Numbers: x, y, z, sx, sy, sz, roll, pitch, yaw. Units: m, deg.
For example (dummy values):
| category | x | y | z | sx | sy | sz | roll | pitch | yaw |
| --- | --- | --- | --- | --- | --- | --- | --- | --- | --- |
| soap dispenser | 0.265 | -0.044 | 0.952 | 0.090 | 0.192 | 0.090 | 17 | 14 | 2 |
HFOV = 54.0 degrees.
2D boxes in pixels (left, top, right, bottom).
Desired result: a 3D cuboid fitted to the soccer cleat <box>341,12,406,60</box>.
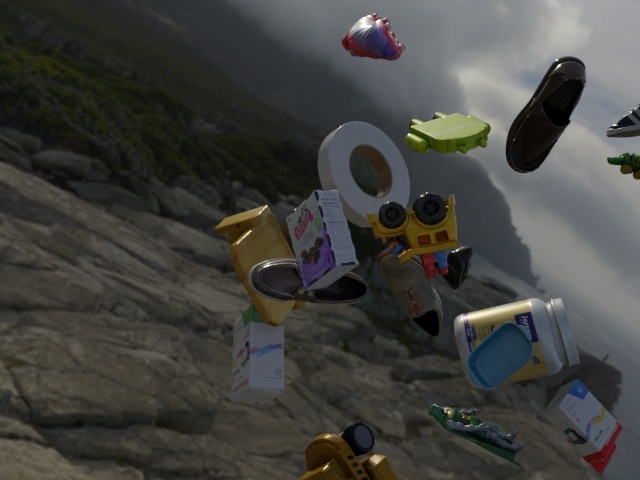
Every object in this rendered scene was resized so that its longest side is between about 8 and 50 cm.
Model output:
| category | x | y | z | sx | sy | sz | roll | pitch | yaw |
| --- | --- | --- | --- | --- | --- | --- | --- | --- | --- |
| soccer cleat | 0.098 | -0.384 | 1.223 | 0.083 | 0.095 | 0.248 | 52 | 12 | -25 |

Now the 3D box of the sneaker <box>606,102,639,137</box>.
| category | x | y | z | sx | sy | sz | roll | pitch | yaw |
| --- | --- | --- | --- | --- | --- | --- | --- | --- | --- |
| sneaker | 0.973 | -0.402 | 1.867 | 0.099 | 0.153 | 0.282 | -5 | -3 | -25 |

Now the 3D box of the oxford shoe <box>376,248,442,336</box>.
| category | x | y | z | sx | sy | sz | roll | pitch | yaw |
| --- | --- | --- | --- | --- | --- | --- | --- | --- | --- |
| oxford shoe | 0.283 | 0.157 | 1.880 | 0.348 | 0.123 | 0.130 | 47 | 23 | -34 |

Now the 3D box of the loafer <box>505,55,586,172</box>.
| category | x | y | z | sx | sy | sz | roll | pitch | yaw |
| --- | --- | --- | --- | --- | --- | --- | --- | --- | --- |
| loafer | 0.647 | -0.348 | 1.820 | 0.134 | 0.365 | 0.130 | 16 | 33 | -1 |

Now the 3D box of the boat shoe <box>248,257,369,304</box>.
| category | x | y | z | sx | sy | sz | roll | pitch | yaw |
| --- | --- | --- | --- | --- | --- | --- | --- | --- | --- |
| boat shoe | -0.025 | 0.110 | 1.636 | 0.324 | 0.116 | 0.097 | 12 | -9 | -29 |

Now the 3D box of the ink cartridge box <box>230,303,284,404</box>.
| category | x | y | z | sx | sy | sz | roll | pitch | yaw |
| --- | --- | --- | --- | --- | --- | --- | --- | --- | --- |
| ink cartridge box | -0.206 | 0.374 | 2.045 | 0.117 | 0.201 | 0.278 | 10 | 60 | -22 |

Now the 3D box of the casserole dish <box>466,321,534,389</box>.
| category | x | y | z | sx | sy | sz | roll | pitch | yaw |
| --- | --- | --- | --- | --- | --- | --- | --- | --- | --- |
| casserole dish | 0.449 | 0.287 | 1.554 | 0.037 | 0.188 | 0.114 | 25 | 24 | -44 |

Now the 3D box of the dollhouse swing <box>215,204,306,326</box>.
| category | x | y | z | sx | sy | sz | roll | pitch | yaw |
| --- | --- | --- | --- | --- | --- | --- | --- | --- | --- |
| dollhouse swing | -0.239 | 0.114 | 2.089 | 0.305 | 0.315 | 0.346 | -43 | 112 | -46 |

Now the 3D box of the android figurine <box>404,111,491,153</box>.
| category | x | y | z | sx | sy | sz | roll | pitch | yaw |
| --- | --- | --- | --- | --- | --- | --- | --- | --- | --- |
| android figurine | 0.379 | -0.313 | 1.843 | 0.273 | 0.248 | 0.056 | -134 | -150 | -56 |

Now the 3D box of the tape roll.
| category | x | y | z | sx | sy | sz | roll | pitch | yaw |
| --- | --- | --- | --- | --- | --- | --- | --- | --- | --- |
| tape roll | 0.162 | -0.237 | 2.260 | 0.392 | 0.392 | 0.072 | 29 | -31 | -28 |

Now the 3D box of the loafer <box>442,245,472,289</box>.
| category | x | y | z | sx | sy | sz | roll | pitch | yaw |
| --- | --- | --- | --- | --- | --- | --- | --- | --- | --- |
| loafer | 0.430 | 0.084 | 1.929 | 0.080 | 0.078 | 0.220 | 53 | -13 | 20 |

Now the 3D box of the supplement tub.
| category | x | y | z | sx | sy | sz | roll | pitch | yaw |
| --- | --- | --- | --- | --- | --- | --- | --- | --- | --- |
| supplement tub | 0.605 | 0.315 | 1.953 | 0.241 | 0.331 | 0.241 | -16 | 90 | -73 |

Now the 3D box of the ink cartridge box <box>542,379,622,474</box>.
| category | x | y | z | sx | sy | sz | roll | pitch | yaw |
| --- | --- | --- | --- | --- | --- | --- | --- | --- | --- |
| ink cartridge box | 0.768 | 0.534 | 1.800 | 0.231 | 0.078 | 0.134 | 47 | 53 | 8 |

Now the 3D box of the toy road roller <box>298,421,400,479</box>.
| category | x | y | z | sx | sy | sz | roll | pitch | yaw |
| --- | --- | --- | --- | --- | --- | --- | --- | --- | --- |
| toy road roller | 0.078 | 0.736 | 1.887 | 0.241 | 0.202 | 0.329 | -23 | 78 | -52 |

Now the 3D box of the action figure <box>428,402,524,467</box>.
| category | x | y | z | sx | sy | sz | roll | pitch | yaw |
| --- | --- | --- | --- | --- | --- | --- | --- | --- | --- |
| action figure | 0.352 | 0.430 | 1.449 | 0.232 | 0.063 | 0.137 | 23 | 12 | -10 |

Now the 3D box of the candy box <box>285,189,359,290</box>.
| category | x | y | z | sx | sy | sz | roll | pitch | yaw |
| --- | --- | --- | --- | --- | --- | --- | --- | --- | --- |
| candy box | 0.000 | 0.000 | 1.512 | 0.070 | 0.165 | 0.196 | -3 | 67 | -32 |

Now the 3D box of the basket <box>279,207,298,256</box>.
| category | x | y | z | sx | sy | sz | roll | pitch | yaw |
| --- | --- | --- | --- | --- | --- | --- | --- | --- | --- |
| basket | -0.046 | -0.001 | 2.324 | 0.227 | 0.204 | 0.154 | 43 | 16 | -6 |

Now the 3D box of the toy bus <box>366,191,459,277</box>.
| category | x | y | z | sx | sy | sz | roll | pitch | yaw |
| --- | --- | --- | --- | --- | --- | --- | --- | --- | --- |
| toy bus | 0.240 | -0.005 | 1.579 | 0.220 | 0.211 | 0.149 | -11 | 1 | 5 |

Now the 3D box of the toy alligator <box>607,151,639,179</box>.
| category | x | y | z | sx | sy | sz | roll | pitch | yaw |
| --- | --- | --- | --- | --- | --- | --- | --- | --- | --- |
| toy alligator | 0.855 | -0.193 | 1.662 | 0.190 | 0.051 | 0.056 | 21 | 51 | -3 |
